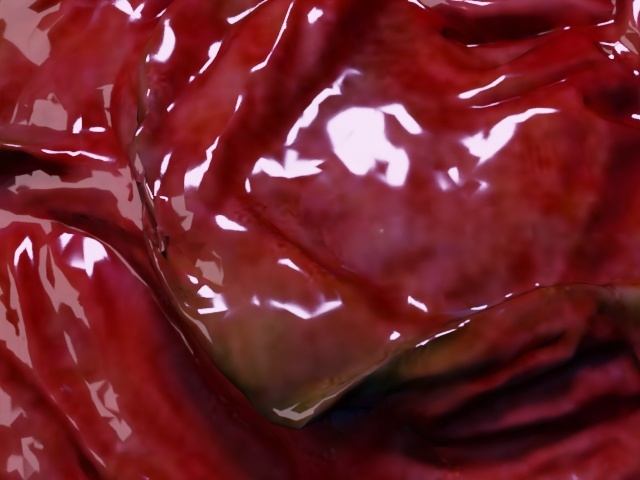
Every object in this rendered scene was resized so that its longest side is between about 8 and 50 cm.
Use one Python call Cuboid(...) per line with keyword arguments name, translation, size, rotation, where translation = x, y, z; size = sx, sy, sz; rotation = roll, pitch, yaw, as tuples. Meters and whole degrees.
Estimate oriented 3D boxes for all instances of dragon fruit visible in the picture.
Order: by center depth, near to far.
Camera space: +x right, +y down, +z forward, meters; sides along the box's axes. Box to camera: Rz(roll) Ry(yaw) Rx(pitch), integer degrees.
Cuboid(name="dragon fruit", translation=(0.000, 0.000, 0.440), size=(0.330, 0.302, 0.240), rotation=(-35, 18, 15))
